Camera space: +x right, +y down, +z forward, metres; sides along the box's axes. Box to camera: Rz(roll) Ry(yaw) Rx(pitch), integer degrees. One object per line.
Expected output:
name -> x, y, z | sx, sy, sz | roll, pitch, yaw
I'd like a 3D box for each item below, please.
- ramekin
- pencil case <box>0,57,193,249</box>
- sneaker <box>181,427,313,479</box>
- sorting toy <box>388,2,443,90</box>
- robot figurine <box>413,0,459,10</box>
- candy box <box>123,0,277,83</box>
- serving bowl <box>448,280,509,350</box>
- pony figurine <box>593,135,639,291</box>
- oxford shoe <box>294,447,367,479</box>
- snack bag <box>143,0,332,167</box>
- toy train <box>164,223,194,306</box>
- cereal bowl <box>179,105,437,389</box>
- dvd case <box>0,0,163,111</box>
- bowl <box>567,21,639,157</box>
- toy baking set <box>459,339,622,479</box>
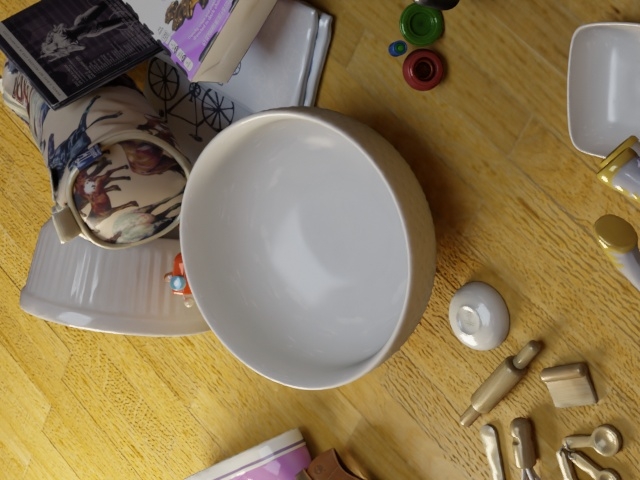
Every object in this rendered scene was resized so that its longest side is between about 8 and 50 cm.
ramekin -> -0.265, 0.040, 2.036 | 0.273, 0.273, 0.127 | 14, 99, 42
pencil case -> -0.312, -0.147, 1.996 | 0.410, 0.183, 0.160 | -128, 29, -53
sneaker -> -0.102, 0.375, 2.085 | 0.282, 0.102, 0.161 | -28, 85, 46
sorting toy -> 0.108, -0.222, 1.732 | 0.042, 0.061, 0.102 | -163, 69, -78
robot figurine -> 0.085, -0.384, 1.608 | 0.278, 0.209, 0.173 | 62, 165, 10
candy box -> -0.150, -0.315, 1.821 | 0.196, 0.070, 0.165 | 50, 122, 27
serving bowl -> 0.181, 0.091, 1.766 | 0.083, 0.027, 0.083 | 14, 111, 41
pony figurine -> 0.419, 0.030, 1.351 | 0.363, 0.303, 0.351 | 48, 161, 3
oxford shoe -> 0.065, 0.355, 1.938 | 0.076, 0.076, 0.212 | -44, 79, -2
snack bag -> -0.136, -0.201, 1.985 | 0.323, 0.037, 0.342 | 34, 124, 33
toy train -> -0.156, 0.016, 1.942 | 0.046, 0.166, 0.125 | 4, 97, 24
cereal bowl -> 0.000, 0.000, 1.817 | 0.339, 0.141, 0.339 | 9, 107, 31
dvd case -> -0.296, -0.272, 1.953 | 0.164, 0.221, 0.018 | 47, 157, 26
bowl -> 0.323, -0.154, 1.531 | 0.142, 0.053, 0.142 | 13, 112, 42
toy baking set -> 0.245, 0.241, 1.746 | 0.197, 0.030, 0.256 | 56, 134, 17
